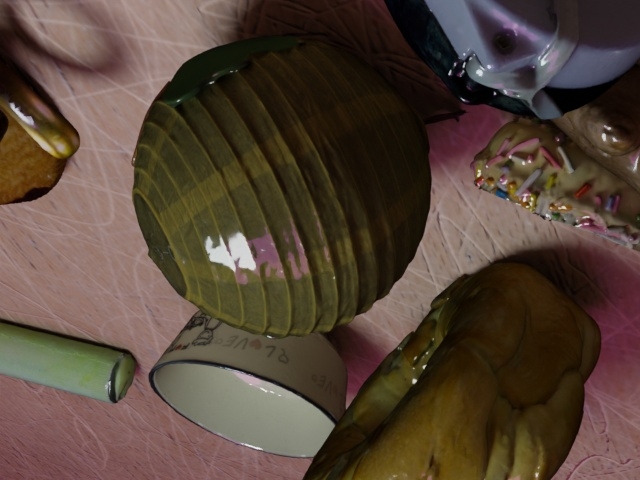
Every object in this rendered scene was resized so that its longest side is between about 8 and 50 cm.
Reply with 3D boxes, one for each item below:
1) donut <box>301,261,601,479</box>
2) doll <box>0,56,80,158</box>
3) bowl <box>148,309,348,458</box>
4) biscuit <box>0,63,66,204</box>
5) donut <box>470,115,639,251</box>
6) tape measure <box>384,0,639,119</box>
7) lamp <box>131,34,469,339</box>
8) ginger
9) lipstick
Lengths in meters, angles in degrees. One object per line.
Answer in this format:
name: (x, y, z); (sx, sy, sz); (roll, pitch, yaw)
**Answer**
donut: (0.124, 0.183, 1.232); (0.170, 0.360, 0.360); (40, 150, -2)
doll: (-0.395, -0.157, 1.095); (0.318, 0.209, 0.340); (15, 145, 37)
bowl: (-0.068, 0.149, 1.497); (0.237, 0.126, 0.238); (16, 150, 9)
biscuit: (-0.402, -0.138, 1.322); (0.305, 0.038, 0.305); (14, 149, 9)
donut: (0.200, -0.044, 0.987); (0.174, 0.068, 0.174); (21, -173, -3)
tape measure: (0.123, -0.168, 0.778); (0.182, 0.181, 0.107); (56, 149, 13)
lamp: (-0.009, -0.057, 1.029); (0.250, 0.284, 0.250); (57, 165, 25)
ginger: (0.237, -0.066, 0.884); (0.333, 0.166, 0.080); (30, 111, 9)
lipstick: (-0.406, 0.162, 1.801); (0.304, 0.076, 0.076); (11, 150, 17)
